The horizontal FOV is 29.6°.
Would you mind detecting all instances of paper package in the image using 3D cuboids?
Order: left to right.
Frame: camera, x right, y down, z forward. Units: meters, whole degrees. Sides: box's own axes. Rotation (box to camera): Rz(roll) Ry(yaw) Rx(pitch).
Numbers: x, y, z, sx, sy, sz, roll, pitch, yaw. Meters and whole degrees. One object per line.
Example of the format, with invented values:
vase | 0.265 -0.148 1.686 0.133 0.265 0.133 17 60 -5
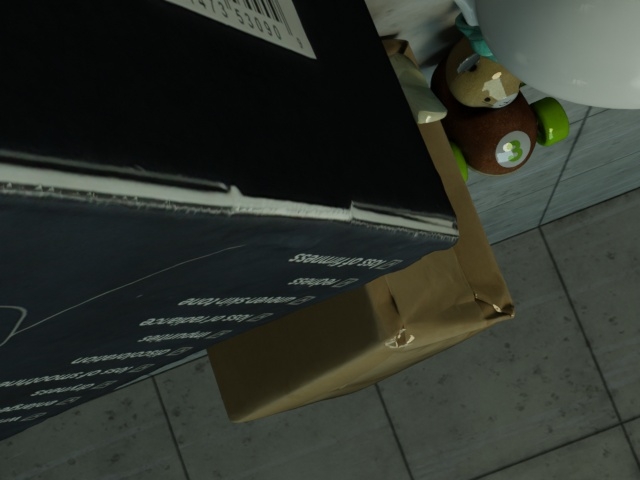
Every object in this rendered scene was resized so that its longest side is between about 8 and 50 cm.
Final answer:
paper package | 0.000 0.000 1.254 0.168 0.309 0.325 -10 165 -35

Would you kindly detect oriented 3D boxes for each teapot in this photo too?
teapot | 0.224 -0.231 0.888 0.256 0.252 0.187 -37 139 -27

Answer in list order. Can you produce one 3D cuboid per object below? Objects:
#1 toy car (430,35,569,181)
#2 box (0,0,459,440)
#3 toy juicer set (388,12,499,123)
toy car | 0.180 -0.159 1.262 0.155 0.149 0.188 -24 165 -10
box | -0.255 -0.044 0.594 0.472 0.297 0.480 -26 169 20
toy juicer set | 0.168 -0.207 1.090 0.329 0.089 0.209 -25 -158 -19
